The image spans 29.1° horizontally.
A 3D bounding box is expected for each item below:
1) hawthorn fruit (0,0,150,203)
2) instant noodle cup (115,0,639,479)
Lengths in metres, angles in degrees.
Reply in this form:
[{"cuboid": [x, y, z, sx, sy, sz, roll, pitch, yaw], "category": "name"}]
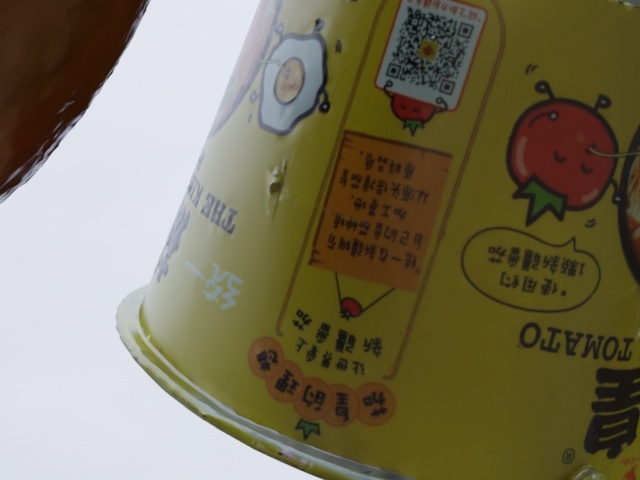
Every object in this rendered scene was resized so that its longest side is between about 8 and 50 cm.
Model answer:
[{"cuboid": [-0.231, -0.173, 0.332, 0.472, 0.471, 0.471, 12, -28, 7], "category": "hawthorn fruit"}, {"cuboid": [0.075, -0.031, 0.677, 0.326, 0.254, 0.325, 16, 13, -4], "category": "instant noodle cup"}]
